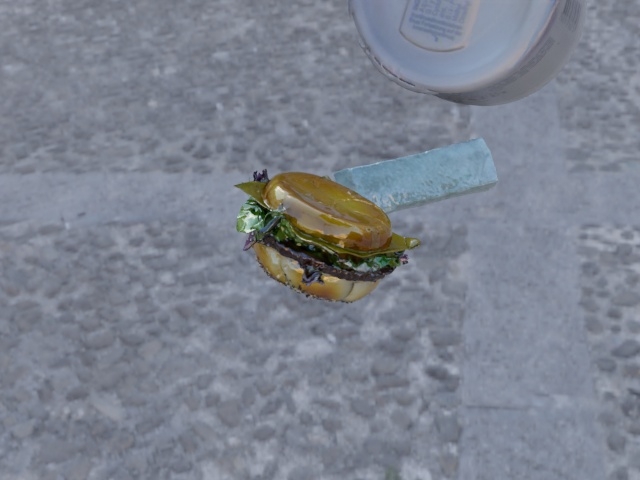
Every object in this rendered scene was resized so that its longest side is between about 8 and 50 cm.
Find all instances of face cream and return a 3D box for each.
[{"bbox_3d":[0.126,-0.205,0.826,0.177,0.177,0.153,9,7,21],"label":"face cream"}]

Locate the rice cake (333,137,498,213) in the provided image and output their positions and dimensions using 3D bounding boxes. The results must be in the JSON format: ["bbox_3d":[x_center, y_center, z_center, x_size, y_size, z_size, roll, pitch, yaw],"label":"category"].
[{"bbox_3d":[0.122,-0.073,1.196,0.206,0.069,0.063,-12,-8,-13],"label":"rice cake"}]

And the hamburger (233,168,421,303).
[{"bbox_3d":[-0.004,-0.001,0.962,0.189,0.093,0.164,7,25,-41],"label":"hamburger"}]
